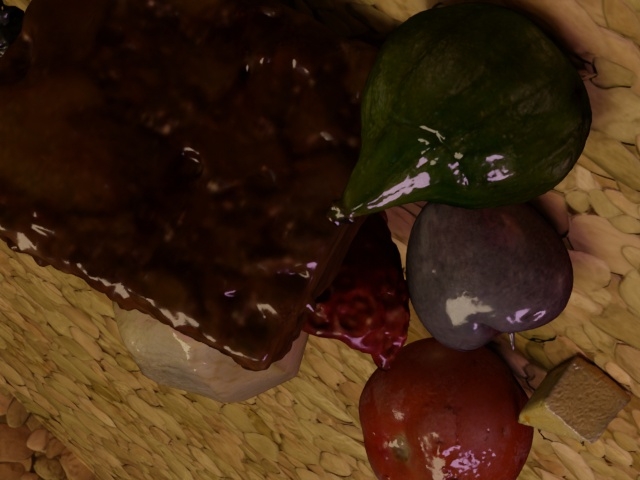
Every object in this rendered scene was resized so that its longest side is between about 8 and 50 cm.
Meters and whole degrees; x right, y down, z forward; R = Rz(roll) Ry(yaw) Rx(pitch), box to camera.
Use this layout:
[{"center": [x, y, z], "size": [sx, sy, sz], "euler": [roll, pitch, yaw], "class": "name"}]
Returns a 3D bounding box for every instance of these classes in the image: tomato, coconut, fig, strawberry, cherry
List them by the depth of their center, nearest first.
[{"center": [0.110, -0.084, 1.628], "size": [0.203, 0.235, 0.203], "euler": [30, 151, 19], "class": "fig"}, {"center": [0.163, 0.028, 1.881], "size": [0.176, 0.140, 0.176], "euler": [9, 109, 27], "class": "cherry"}, {"center": [0.000, 0.000, 1.980], "size": [0.265, 0.149, 0.336], "euler": [28, -170, -40], "class": "strawberry"}, {"center": [0.152, 0.212, 2.198], "size": [0.208, 0.184, 0.208], "euler": [23, 123, 40], "class": "tomato"}, {"center": [-0.120, 0.082, 2.342], "size": [0.259, 0.259, 0.259], "euler": [32, 157, 16], "class": "coconut"}]

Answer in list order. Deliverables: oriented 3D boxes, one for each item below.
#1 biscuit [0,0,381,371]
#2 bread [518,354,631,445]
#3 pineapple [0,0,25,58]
[{"center": [-0.130, -0.089, 1.819], "size": [0.395, 0.343, 0.166], "euler": [29, 176, 12], "class": "biscuit"}, {"center": [0.276, 0.190, 2.094], "size": [0.080, 0.084, 0.109], "euler": [41, 158, 0], "class": "bread"}, {"center": [-0.338, -0.195, 2.158], "size": [0.362, 0.202, 0.202], "euler": [49, 156, -21], "class": "pineapple"}]
